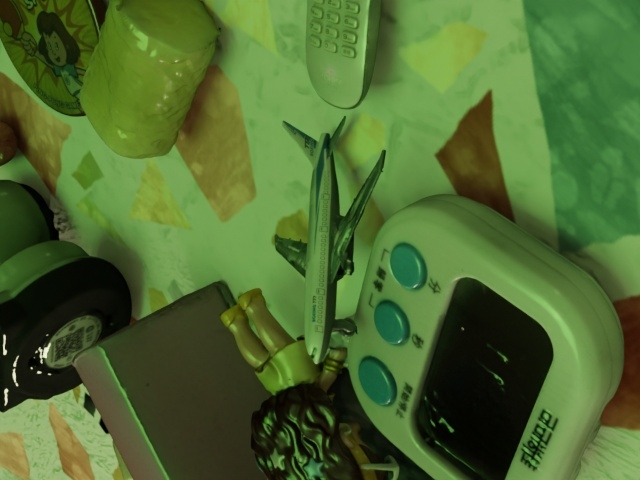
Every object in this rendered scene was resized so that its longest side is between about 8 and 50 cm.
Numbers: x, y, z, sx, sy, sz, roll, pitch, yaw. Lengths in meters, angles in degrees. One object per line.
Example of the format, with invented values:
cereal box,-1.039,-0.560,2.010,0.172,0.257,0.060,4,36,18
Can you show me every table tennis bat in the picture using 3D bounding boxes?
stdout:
table tennis bat,-0.314,-0.286,1.282,0.200,0.038,0.310,-4,111,46

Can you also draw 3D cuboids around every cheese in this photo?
cheese,-0.176,-0.172,1.154,0.123,0.094,0.167,48,137,13

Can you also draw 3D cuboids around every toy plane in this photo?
toy plane,0.003,-0.001,1.031,0.226,0.058,0.226,-36,57,58

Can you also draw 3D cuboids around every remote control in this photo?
remote control,0.028,-0.221,0.961,0.073,0.044,0.229,26,119,42

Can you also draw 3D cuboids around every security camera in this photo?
security camera,-0.378,0.042,1.410,0.277,0.191,0.197,40,140,27

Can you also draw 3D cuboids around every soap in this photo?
soap,-0.128,0.195,1.243,0.081,0.181,0.259,-23,95,49

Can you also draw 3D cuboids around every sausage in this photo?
sausage,-0.440,-0.117,1.479,0.154,0.062,0.062,-8,106,48

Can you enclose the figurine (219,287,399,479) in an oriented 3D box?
figurine,-0.018,0.161,1.141,0.175,0.116,0.240,-47,58,48

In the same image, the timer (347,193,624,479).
timer,0.136,0.099,0.990,0.237,0.087,0.262,36,133,28

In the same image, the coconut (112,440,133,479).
coconut,-0.192,0.261,1.403,0.110,0.110,0.124,-35,78,49
